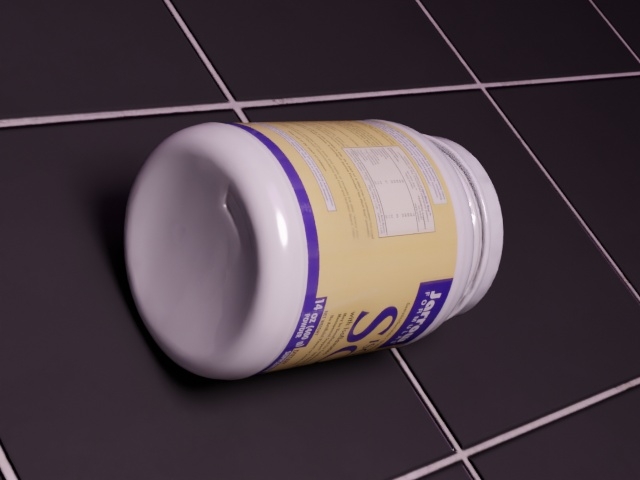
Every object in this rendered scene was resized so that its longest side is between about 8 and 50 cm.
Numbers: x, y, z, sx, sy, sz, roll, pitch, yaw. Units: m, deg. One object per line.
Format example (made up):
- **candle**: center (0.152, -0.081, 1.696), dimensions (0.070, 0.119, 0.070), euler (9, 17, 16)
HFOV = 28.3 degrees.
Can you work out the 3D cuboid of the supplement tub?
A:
- **supplement tub**: center (0.000, 0.000, 1.265), dimensions (0.331, 0.241, 0.241), euler (-6, 57, -43)
